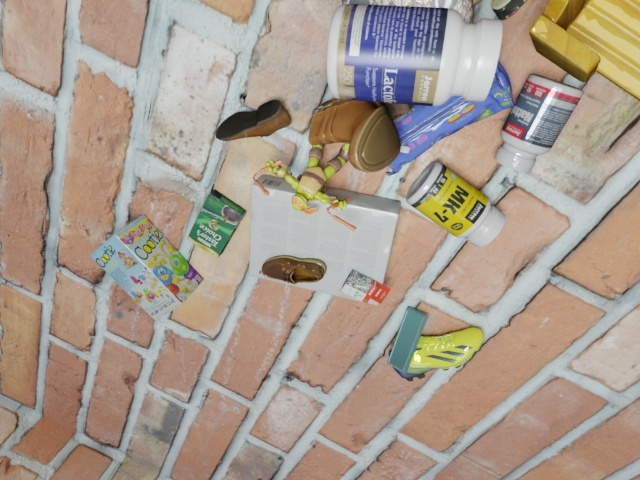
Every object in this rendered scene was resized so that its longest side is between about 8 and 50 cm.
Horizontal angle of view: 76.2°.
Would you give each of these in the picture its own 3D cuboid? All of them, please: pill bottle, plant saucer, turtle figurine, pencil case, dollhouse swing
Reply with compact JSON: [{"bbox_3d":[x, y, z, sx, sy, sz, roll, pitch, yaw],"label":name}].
[{"bbox_3d":[0.317,-0.081,0.958,0.209,0.119,0.119,34,121,-5],"label":"pill bottle"},{"bbox_3d":[0.441,-0.238,0.846,0.108,0.108,0.180,20,120,4],"label":"pill bottle"},{"bbox_3d":[0.247,0.289,1.182,0.067,0.018,0.191,25,105,35],"label":"plant saucer"},{"bbox_3d":[-0.002,-0.141,0.964,0.270,0.217,0.087,28,161,11],"label":"turtle figurine"},{"bbox_3d":[0.153,-0.311,0.692,0.265,0.153,0.153,8,119,11],"label":"pill bottle"},{"bbox_3d":[0.250,-0.262,0.871,0.306,0.133,0.119,-28,104,25],"label":"pencil case"},{"bbox_3d":[0.585,-0.390,0.637,0.305,0.315,0.346,43,121,14],"label":"dollhouse swing"}]

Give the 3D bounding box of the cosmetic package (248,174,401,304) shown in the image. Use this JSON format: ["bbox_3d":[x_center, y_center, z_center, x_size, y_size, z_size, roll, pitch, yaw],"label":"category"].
[{"bbox_3d":[0.000,0.000,1.098,0.378,0.097,0.284,13,119,8],"label":"cosmetic package"}]

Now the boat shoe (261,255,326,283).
[{"bbox_3d":[-0.076,0.081,1.074,0.178,0.060,0.064,1,119,15],"label":"boat shoe"}]

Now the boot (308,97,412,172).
[{"bbox_3d":[0.055,-0.232,0.843,0.220,0.283,0.109,-3,142,36],"label":"boot"}]

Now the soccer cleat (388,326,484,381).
[{"bbox_3d":[0.328,0.314,1.183,0.289,0.093,0.121,-33,99,27],"label":"soccer cleat"}]

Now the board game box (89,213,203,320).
[{"bbox_3d":[-0.526,0.084,1.256,0.144,0.142,0.275,-31,106,27],"label":"board game box"}]

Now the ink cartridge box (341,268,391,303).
[{"bbox_3d":[0.119,0.129,1.068,0.115,0.029,0.062,27,122,-1],"label":"ink cartridge box"}]

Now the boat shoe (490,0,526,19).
[{"bbox_3d":[0.388,-0.481,0.771,0.133,0.048,0.042,-42,134,20],"label":"boat shoe"}]

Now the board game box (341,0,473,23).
[{"bbox_3d":[0.162,-0.473,0.775,0.232,0.141,0.290,-3,116,17],"label":"board game box"}]

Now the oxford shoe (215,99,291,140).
[{"bbox_3d":[-0.169,-0.278,1.015,0.213,0.076,0.076,-6,156,29],"label":"oxford shoe"}]

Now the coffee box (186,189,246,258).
[{"bbox_3d":[-0.304,-0.044,1.187,0.113,0.040,0.184,35,120,-5],"label":"coffee box"}]
